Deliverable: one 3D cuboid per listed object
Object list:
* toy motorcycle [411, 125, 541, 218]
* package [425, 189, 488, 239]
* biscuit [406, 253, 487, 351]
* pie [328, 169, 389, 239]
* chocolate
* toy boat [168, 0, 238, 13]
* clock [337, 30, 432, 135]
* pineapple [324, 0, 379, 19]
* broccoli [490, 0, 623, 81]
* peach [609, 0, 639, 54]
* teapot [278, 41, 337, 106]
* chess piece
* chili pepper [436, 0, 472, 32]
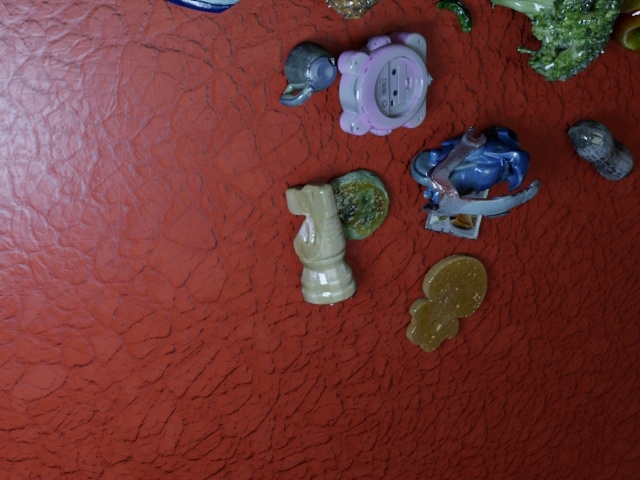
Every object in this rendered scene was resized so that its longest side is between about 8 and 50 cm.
[{"bbox_3d":[0.391,-0.157,1.991,0.319,0.182,0.241,-22,79,-16],"label":"toy motorcycle"},{"bbox_3d":[0.361,-0.097,2.102,0.171,0.027,0.173,10,99,-25],"label":"package"},{"bbox_3d":[0.342,0.168,2.192,0.202,0.044,0.289,26,98,-30],"label":"biscuit"},{"bbox_3d":[0.085,-0.084,1.971,0.186,0.041,0.187,-9,114,-22],"label":"pie"},{"bbox_3d":[0.774,-0.248,2.199,0.248,0.110,0.110,27,97,-35],"label":"chocolate"},{"bbox_3d":[-0.210,-0.578,1.578,0.210,0.070,0.292,32,115,-24],"label":"toy boat"},{"bbox_3d":[0.144,-0.353,1.832,0.247,0.090,0.228,-21,118,-38],"label":"clock"},{"bbox_3d":[-0.003,-0.629,1.654,0.165,0.165,0.364,-48,119,-2],"label":"pineapple"},{"bbox_3d":[0.582,-0.579,1.884,0.317,0.338,0.277,35,63,-11],"label":"broccoli"},{"bbox_3d":[0.841,-0.614,2.026,0.275,0.248,0.245,-68,158,-9],"label":"peach"},{"bbox_3d":[-0.028,-0.369,1.766,0.149,0.108,0.111,-27,117,-15],"label":"teapot"},{"bbox_3d":[0.000,0.000,1.912,0.137,0.137,0.301,-19,117,-18],"label":"chess piece"},{"bbox_3d":[0.327,-0.545,1.911,0.118,0.035,0.056,29,79,-35],"label":"chili pepper"}]
